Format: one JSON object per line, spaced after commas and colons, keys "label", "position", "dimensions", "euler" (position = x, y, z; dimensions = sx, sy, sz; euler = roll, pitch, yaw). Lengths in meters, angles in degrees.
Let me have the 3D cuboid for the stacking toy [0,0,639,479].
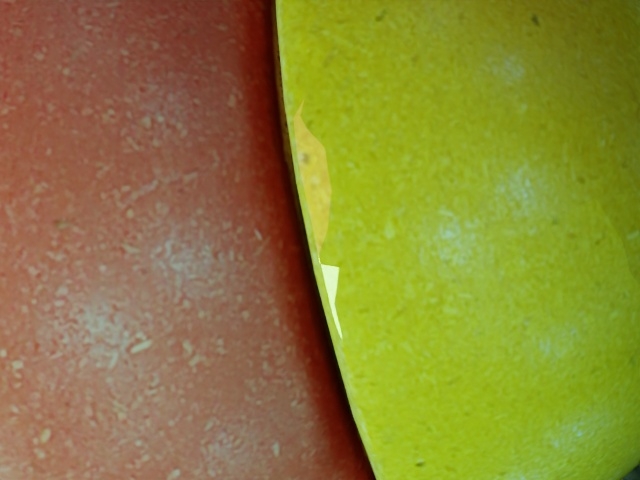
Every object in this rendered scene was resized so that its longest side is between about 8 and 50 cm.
{"label": "stacking toy", "position": [0.000, 0.000, 0.572], "dimensions": [0.479, 0.350, 0.351], "euler": [-8, 80, 13]}
